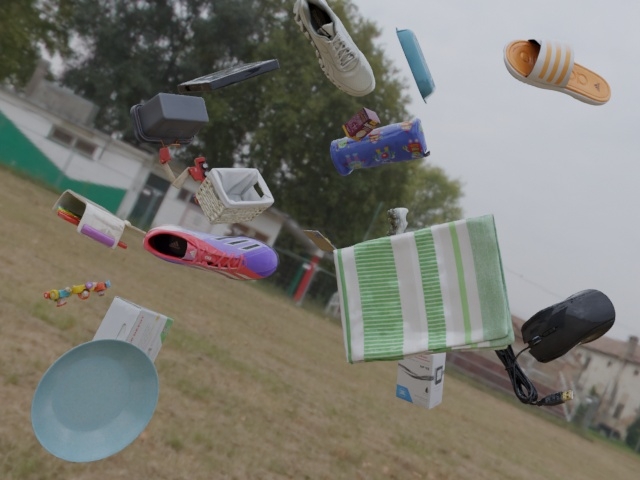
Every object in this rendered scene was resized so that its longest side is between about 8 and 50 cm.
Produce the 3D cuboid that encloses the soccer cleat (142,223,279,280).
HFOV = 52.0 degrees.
[{"bbox_3d":[-0.257,0.032,1.533,0.318,0.109,0.116,13,7,5],"label":"soccer cleat"}]

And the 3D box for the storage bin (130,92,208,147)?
[{"bbox_3d":[-0.294,-0.242,1.312,0.135,0.098,0.091,-5,-14,-45],"label":"storage bin"}]

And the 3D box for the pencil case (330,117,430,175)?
[{"bbox_3d":[0.187,-0.287,2.048,0.306,0.119,0.133,-11,-39,18],"label":"pencil case"}]

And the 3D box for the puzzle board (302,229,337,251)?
[{"bbox_3d":[0.000,0.000,2.094,0.096,0.011,0.128,45,-15,-18],"label":"puzzle board"}]

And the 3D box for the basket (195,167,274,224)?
[{"bbox_3d":[-0.224,-0.113,1.692,0.167,0.103,0.113,-6,62,-51],"label":"basket"}]

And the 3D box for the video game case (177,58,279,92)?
[{"bbox_3d":[-0.318,-0.561,2.245,0.248,0.275,0.035,14,-55,52],"label":"video game case"}]

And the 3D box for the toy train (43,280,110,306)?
[{"bbox_3d":[-0.650,0.145,1.759,0.166,0.046,0.125,-13,-5,-14],"label":"toy train"}]

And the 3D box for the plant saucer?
[{"bbox_3d":[-0.345,0.239,1.002,0.195,0.195,0.037,28,-7,-39],"label":"plant saucer"}]

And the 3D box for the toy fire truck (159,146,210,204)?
[{"bbox_3d":[-0.403,-0.194,1.979,0.135,0.192,0.047,-15,3,-15],"label":"toy fire truck"}]

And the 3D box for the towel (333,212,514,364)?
[{"bbox_3d":[0.186,0.100,1.246,0.324,0.248,0.038,-12,-13,23],"label":"towel"}]

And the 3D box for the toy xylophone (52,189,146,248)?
[{"bbox_3d":[-0.630,-0.053,1.856,0.236,0.081,0.322,31,-5,-28],"label":"toy xylophone"}]

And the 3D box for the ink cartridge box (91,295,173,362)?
[{"bbox_3d":[-0.499,0.249,1.746,0.093,0.154,0.212,22,-9,14],"label":"ink cartridge box"}]

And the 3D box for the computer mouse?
[{"bbox_3d":[0.456,0.216,1.267,0.262,0.184,0.060,-34,-25,34],"label":"computer mouse"}]

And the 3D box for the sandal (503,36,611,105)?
[{"bbox_3d":[0.482,-0.346,1.287,0.265,0.102,0.076,13,-24,-18],"label":"sandal"}]

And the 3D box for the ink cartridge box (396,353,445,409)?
[{"bbox_3d":[0.249,0.313,1.628,0.104,0.180,0.060,12,15,42],"label":"ink cartridge box"}]

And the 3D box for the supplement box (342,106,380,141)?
[{"bbox_3d":[0.109,-0.309,1.753,0.055,0.083,0.043,10,49,-48],"label":"supplement box"}]

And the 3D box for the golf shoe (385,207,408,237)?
[{"bbox_3d":[0.293,-0.040,2.435,0.086,0.176,0.069,-16,35,-30],"label":"golf shoe"}]

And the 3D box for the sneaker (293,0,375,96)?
[{"bbox_3d":[0.035,-0.483,1.627,0.292,0.110,0.118,52,3,-11],"label":"sneaker"}]

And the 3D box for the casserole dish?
[{"bbox_3d":[0.224,-0.409,1.511,0.188,0.037,0.114,67,16,-2],"label":"casserole dish"}]
